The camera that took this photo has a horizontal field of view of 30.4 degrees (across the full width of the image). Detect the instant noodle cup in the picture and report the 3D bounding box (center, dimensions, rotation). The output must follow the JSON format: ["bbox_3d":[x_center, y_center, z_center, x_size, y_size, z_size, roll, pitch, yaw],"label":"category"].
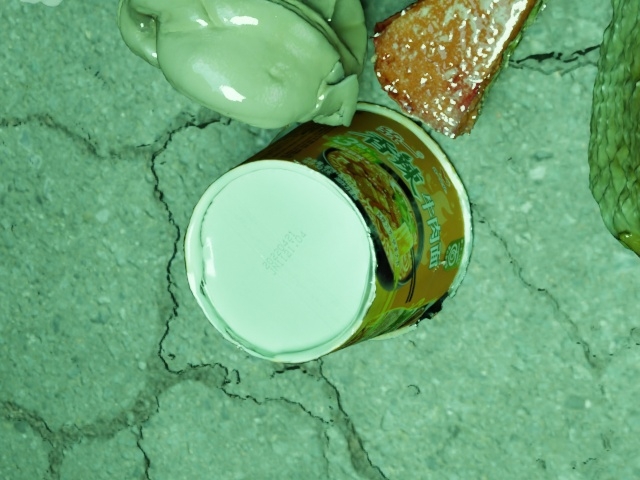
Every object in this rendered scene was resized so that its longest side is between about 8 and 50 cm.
[{"bbox_3d":[0.000,0.000,1.036,0.230,0.182,0.230,5,102,22],"label":"instant noodle cup"}]

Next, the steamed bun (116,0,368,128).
[{"bbox_3d":[-0.050,-0.192,0.987,0.211,0.218,0.144,37,114,30],"label":"steamed bun"}]

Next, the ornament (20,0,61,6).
[{"bbox_3d":[-0.301,-0.384,1.034,0.239,0.240,0.239,-44,73,24],"label":"ornament"}]

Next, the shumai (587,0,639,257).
[{"bbox_3d":[0.351,-0.113,0.832,0.264,0.309,0.304,8,116,-4],"label":"shumai"}]

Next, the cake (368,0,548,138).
[{"bbox_3d":[0.128,-0.206,0.985,0.117,0.086,0.220,31,113,12],"label":"cake"}]
